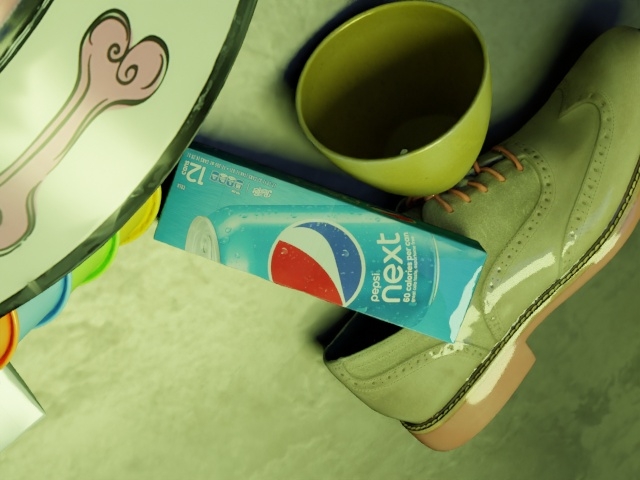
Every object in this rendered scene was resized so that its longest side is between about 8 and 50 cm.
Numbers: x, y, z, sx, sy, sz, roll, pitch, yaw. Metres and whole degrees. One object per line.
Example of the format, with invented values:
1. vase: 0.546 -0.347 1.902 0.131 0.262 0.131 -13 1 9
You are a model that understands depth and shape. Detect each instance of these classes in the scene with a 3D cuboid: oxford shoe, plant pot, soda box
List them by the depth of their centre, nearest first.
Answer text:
1. soda box: 0.000 0.000 0.979 0.210 0.071 0.067 19 97 -1
2. plant pot: 0.062 -0.083 1.009 0.134 0.134 0.095 -43 142 -8
3. oxford shoe: 0.132 -0.019 1.056 0.130 0.123 0.348 31 90 -23

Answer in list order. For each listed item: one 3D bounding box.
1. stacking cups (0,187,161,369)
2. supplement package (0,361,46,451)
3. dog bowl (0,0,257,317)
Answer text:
1. stacking cups: -0.183 0.025 0.816 0.096 0.316 0.096 6 115 12
2. supplement package: -0.281 0.112 0.910 0.179 0.105 0.105 -39 116 -10
3. dog bowl: -0.236 -0.155 0.675 0.408 0.408 0.150 -52 150 -3
